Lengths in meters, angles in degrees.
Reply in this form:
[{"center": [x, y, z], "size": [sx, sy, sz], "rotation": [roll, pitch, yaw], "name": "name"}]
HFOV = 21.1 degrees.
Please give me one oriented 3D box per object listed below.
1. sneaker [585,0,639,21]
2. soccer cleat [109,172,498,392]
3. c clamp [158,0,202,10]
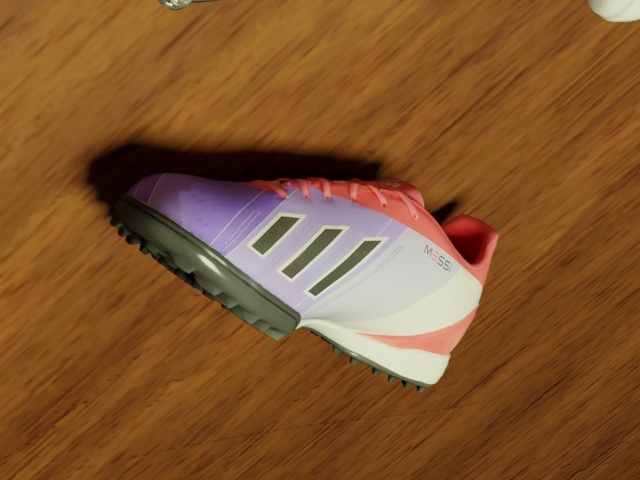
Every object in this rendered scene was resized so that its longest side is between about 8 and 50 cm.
[{"center": [0.141, -0.197, 0.864], "size": [0.094, 0.080, 0.212], "rotation": [-10, 139, -13], "name": "sneaker"}, {"center": [0.000, 0.000, 1.013], "size": [0.318, 0.108, 0.116], "rotation": [26, 96, -53], "name": "soccer cleat"}, {"center": [-0.016, -0.135, 0.775], "size": [0.160, 0.022, 0.137], "rotation": [-18, -178, 42], "name": "c clamp"}]
